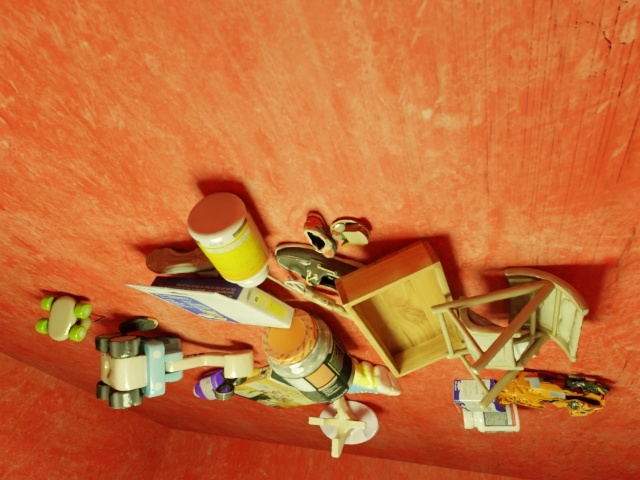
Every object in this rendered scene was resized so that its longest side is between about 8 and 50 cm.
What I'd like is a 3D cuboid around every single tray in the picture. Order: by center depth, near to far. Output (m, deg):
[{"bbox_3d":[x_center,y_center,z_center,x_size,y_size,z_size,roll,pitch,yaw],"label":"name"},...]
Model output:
[{"bbox_3d":[0.202,0.175,1.018,0.203,0.076,0.411,-26,138,7],"label":"tray"}]

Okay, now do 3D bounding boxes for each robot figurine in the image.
[{"bbox_3d":[0.704,0.464,1.345,0.291,0.085,0.211,8,148,7],"label":"robot figurine"}]

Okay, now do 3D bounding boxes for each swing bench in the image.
[{"bbox_3d":[0.403,0.200,0.953,0.255,0.165,0.253,-29,138,0],"label":"swing bench"}]

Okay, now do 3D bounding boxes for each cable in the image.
[{"bbox_3d":[-0.327,0.496,1.620,0.139,0.072,0.287,9,179,14],"label":"cable"}]

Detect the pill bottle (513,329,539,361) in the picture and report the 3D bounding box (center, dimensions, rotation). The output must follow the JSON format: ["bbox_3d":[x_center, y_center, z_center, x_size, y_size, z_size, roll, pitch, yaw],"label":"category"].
[{"bbox_3d":[0.475,0.271,1.134,0.137,0.078,0.078,-21,135,41],"label":"pill bottle"}]

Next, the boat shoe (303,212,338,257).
[{"bbox_3d":[0.000,0.000,0.913,0.049,0.043,0.137,-3,145,19],"label":"boat shoe"}]

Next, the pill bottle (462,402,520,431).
[{"bbox_3d":[0.598,0.619,1.572,0.180,0.108,0.108,-6,144,12],"label":"pill bottle"}]

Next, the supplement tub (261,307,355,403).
[{"bbox_3d":[-0.032,0.332,1.285,0.193,0.193,0.316,-4,143,23],"label":"supplement tub"}]

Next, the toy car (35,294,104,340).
[{"bbox_3d":[-0.840,0.264,1.539,0.155,0.149,0.188,10,176,9],"label":"toy car"}]

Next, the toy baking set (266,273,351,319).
[{"bbox_3d":[-0.014,0.127,1.053,0.256,0.030,0.197,25,170,3],"label":"toy baking set"}]

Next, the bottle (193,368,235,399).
[{"bbox_3d":[-0.479,0.642,1.964,0.283,0.092,0.118,-33,84,47],"label":"bottle"}]

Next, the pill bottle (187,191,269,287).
[{"bbox_3d":[-0.177,0.009,0.914,0.117,0.117,0.215,1,145,16],"label":"pill bottle"}]

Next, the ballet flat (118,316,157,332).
[{"bbox_3d":[-0.640,0.291,1.567,0.173,0.049,0.057,-11,111,24],"label":"ballet flat"}]

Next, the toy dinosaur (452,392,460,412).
[{"bbox_3d":[0.510,0.591,1.658,0.090,0.047,0.082,55,156,3],"label":"toy dinosaur"}]

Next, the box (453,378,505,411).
[{"bbox_3d":[0.537,0.525,1.501,0.137,0.072,0.126,-14,139,33],"label":"box"}]

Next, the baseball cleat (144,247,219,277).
[{"bbox_3d":[-0.327,0.064,1.089,0.206,0.072,0.109,-1,152,25],"label":"baseball cleat"}]

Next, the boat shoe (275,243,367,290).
[{"bbox_3d":[0.004,0.069,0.990,0.228,0.068,0.081,15,147,-5],"label":"boat shoe"}]

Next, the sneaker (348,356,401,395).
[{"bbox_3d":[0.153,0.480,1.526,0.240,0.091,0.126,29,128,-8],"label":"sneaker"}]

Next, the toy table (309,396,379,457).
[{"bbox_3d":[0.093,0.771,1.881,0.274,0.252,0.161,-19,153,22],"label":"toy table"}]

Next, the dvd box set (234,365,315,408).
[{"bbox_3d":[-0.190,0.640,1.916,0.307,0.062,0.420,30,143,-26],"label":"dvd box set"}]

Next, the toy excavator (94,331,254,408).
[{"bbox_3d":[-0.520,0.431,1.586,0.445,0.222,0.433,-2,178,-41],"label":"toy excavator"}]

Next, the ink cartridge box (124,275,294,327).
[{"bbox_3d":[-0.271,0.144,1.130,0.303,0.072,0.307,1,154,30],"label":"ink cartridge box"}]

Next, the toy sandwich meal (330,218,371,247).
[{"bbox_3d":[0.059,-0.011,0.888,0.085,0.029,0.085,8,147,6],"label":"toy sandwich meal"}]
